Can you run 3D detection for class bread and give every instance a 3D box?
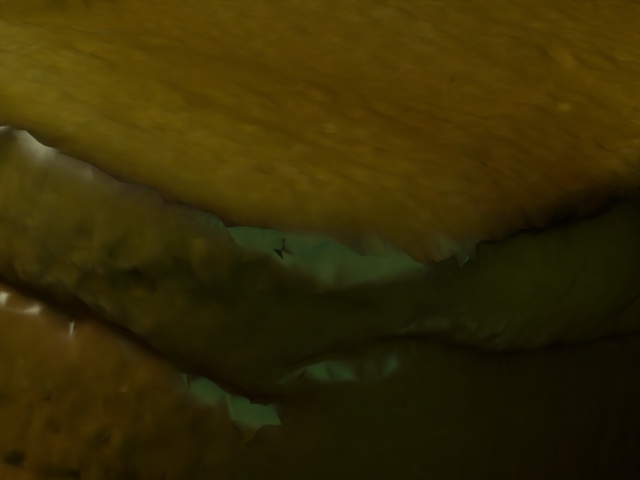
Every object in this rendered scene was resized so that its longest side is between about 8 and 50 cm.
[{"bbox_3d":[0.000,0.000,0.437,0.195,0.143,0.269,29,31,22],"label":"bread"}]
